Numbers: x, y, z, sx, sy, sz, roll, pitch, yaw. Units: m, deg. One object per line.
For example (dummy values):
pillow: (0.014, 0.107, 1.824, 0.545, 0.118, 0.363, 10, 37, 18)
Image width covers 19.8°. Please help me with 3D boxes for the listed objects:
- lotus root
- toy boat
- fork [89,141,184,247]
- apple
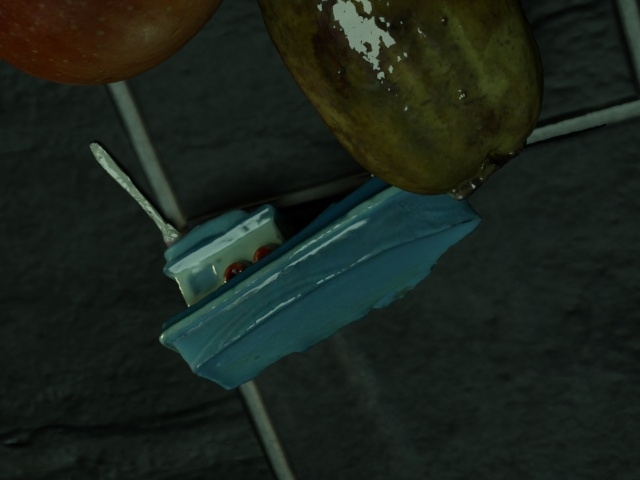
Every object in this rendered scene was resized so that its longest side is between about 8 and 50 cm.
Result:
lotus root: (0.039, -0.141, 1.088, 0.145, 0.128, 0.260, -39, 110, -13)
toy boat: (0.000, 0.000, 1.207, 0.238, 0.098, 0.109, -31, 157, 11)
fork: (-0.117, -0.023, 1.239, 0.016, 0.012, 0.115, -35, 111, 14)
apple: (-0.126, -0.187, 1.049, 0.162, 0.201, 0.201, 17, 123, -35)
